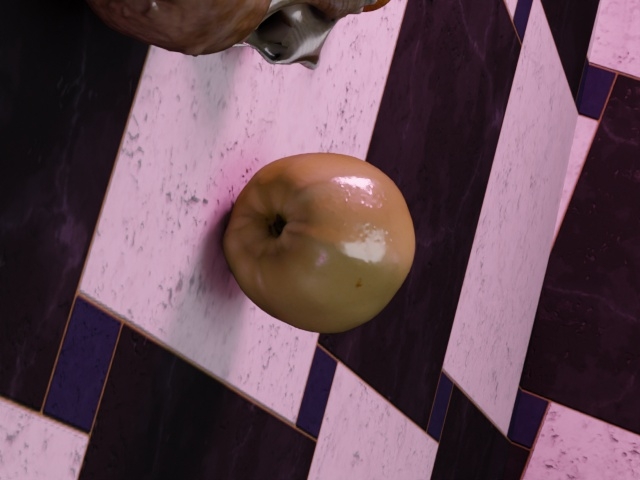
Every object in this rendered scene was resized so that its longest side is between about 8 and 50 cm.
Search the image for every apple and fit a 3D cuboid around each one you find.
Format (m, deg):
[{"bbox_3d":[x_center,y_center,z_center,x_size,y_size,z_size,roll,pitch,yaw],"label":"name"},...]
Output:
[{"bbox_3d":[0.000,0.000,1.662,0.200,0.200,0.200,11,90,-72],"label":"apple"}]

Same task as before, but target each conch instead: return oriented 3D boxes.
[{"bbox_3d":[-0.024,-0.235,1.594,0.234,0.114,0.137,-35,135,-13],"label":"conch"}]

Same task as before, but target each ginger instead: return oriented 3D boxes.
[{"bbox_3d":[-0.103,-0.289,1.221,0.244,0.155,0.304,-22,122,-66],"label":"ginger"}]

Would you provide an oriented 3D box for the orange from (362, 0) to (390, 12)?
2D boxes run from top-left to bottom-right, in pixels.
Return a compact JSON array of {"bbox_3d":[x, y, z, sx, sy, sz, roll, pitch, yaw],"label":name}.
[{"bbox_3d":[0.051,-0.288,1.812,0.085,0.085,0.085,11,90,-72],"label":"orange"}]
